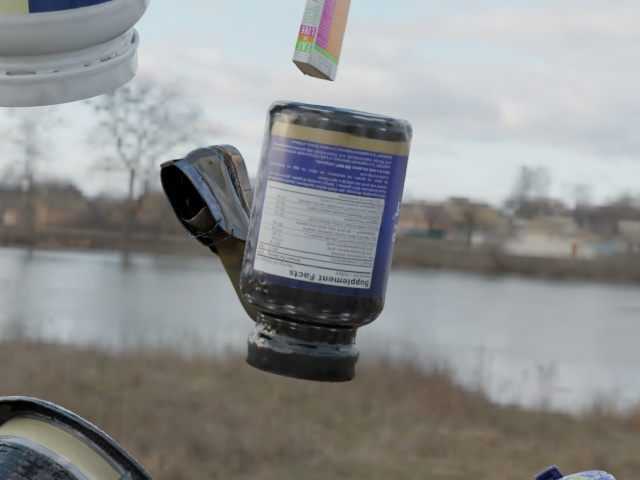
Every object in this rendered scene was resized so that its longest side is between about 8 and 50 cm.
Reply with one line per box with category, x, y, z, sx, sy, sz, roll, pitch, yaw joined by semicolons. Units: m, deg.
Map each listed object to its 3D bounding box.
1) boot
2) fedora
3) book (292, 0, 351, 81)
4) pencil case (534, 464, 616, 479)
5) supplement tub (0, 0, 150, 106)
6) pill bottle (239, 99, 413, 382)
boot;-0.114;-0.001;1.793;0.082;0.219;0.106;-26;-10;34
fedora;-0.255;0.313;1.481;0.334;0.334;0.152;3;29;37
book;0.007;-0.249;1.696;0.035;0.144;0.096;13;-3;13
pencil case;0.284;0.381;1.615;0.133;0.306;0.119;-22;-1;31
supplement tub;-0.273;-0.306;1.458;0.235;0.325;0.235;-1;25;0
pill bottle;0.000;0.000;1.321;0.123;0.219;0.123;9;6;-1
